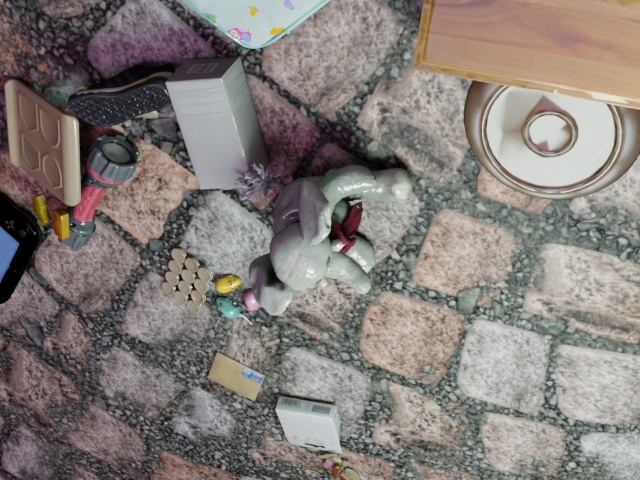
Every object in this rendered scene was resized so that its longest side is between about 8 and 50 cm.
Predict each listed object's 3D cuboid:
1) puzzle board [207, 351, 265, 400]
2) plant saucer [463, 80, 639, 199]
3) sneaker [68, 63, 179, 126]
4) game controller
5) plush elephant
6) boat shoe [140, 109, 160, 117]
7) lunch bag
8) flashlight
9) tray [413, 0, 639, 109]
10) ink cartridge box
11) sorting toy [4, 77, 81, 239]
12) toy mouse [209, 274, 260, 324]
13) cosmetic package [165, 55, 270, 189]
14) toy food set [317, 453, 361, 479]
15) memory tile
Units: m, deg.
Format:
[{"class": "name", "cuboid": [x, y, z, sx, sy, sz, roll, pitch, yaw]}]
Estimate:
[{"class": "puzzle board", "cuboid": [-0.202, 0.326, 2.220, 0.128, 0.011, 0.096, 25, 128, 3]}, {"class": "plant saucer", "cuboid": [0.395, -0.192, 1.578, 0.311, 0.050, 0.310, 11, 126, 15]}, {"class": "sneaker", "cuboid": [-0.373, -0.289, 1.792, 0.235, 0.097, 0.084, -7, 136, 16]}, {"class": "game controller", "cuboid": [-0.769, 0.020, 2.196, 0.166, 0.067, 0.319, 36, 129, -5]}, {"class": "plush elephant", "cuboid": [0.000, 0.000, 1.692, 0.330, 0.255, 0.271, 17, 130, -18]}, {"class": "boat shoe", "cuboid": [-0.378, -0.271, 1.843, 0.133, 0.042, 0.049, 5, 161, 21]}, {"class": "lunch bag", "cuboid": [-0.089, -0.450, 1.522, 0.279, 0.107, 0.224, -26, 137, 38]}, {"class": "flashlight", "cuboid": [-0.484, -0.094, 1.973, 0.103, 0.103, 0.304, 37, 128, 0]}, {"class": "tray", "cuboid": [0.364, -0.335, 1.438, 0.411, 0.076, 0.202, 13, 112, 14]}, {"class": "ink cartridge box", "cuboid": [-0.020, 0.445, 2.225, 0.146, 0.045, 0.179, 6, 144, 17]}, {"class": "sorting toy", "cuboid": [-0.580, -0.168, 1.955, 0.229, 0.041, 0.307, 31, 129, 31]}, {"class": "toy mouse", "cuboid": [-0.184, 0.142, 2.065, 0.161, 0.031, 0.143, -4, 122, 24]}, {"class": "cosmetic package", "cuboid": [-0.193, -0.221, 1.765, 0.127, 0.107, 0.237, 1, 127, 21]}, {"class": "toy food set", "cuboid": [0.047, 0.562, 2.283, 0.078, 0.019, 0.122, -15, 125, 31]}, {"class": "memory tile", "cuboid": [-0.300, 0.091, 2.077, 0.113, 0.012, 0.148, 34, 131, 12]}]
